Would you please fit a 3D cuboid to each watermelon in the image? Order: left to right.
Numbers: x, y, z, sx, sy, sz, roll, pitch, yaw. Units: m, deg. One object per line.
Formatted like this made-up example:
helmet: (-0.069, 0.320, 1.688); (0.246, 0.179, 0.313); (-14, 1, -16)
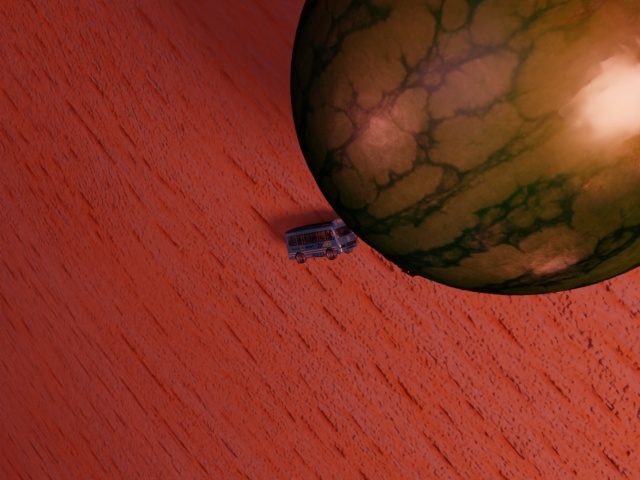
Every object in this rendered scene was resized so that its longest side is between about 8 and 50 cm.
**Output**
watermelon: (0.152, -0.124, 0.592); (0.363, 0.363, 0.363); (14, 114, 34)

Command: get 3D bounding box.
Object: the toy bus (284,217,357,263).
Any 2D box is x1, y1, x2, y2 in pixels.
toy bus: (0.000, 0.000, 0.949); (0.083, 0.038, 0.045); (-9, 97, 39)
